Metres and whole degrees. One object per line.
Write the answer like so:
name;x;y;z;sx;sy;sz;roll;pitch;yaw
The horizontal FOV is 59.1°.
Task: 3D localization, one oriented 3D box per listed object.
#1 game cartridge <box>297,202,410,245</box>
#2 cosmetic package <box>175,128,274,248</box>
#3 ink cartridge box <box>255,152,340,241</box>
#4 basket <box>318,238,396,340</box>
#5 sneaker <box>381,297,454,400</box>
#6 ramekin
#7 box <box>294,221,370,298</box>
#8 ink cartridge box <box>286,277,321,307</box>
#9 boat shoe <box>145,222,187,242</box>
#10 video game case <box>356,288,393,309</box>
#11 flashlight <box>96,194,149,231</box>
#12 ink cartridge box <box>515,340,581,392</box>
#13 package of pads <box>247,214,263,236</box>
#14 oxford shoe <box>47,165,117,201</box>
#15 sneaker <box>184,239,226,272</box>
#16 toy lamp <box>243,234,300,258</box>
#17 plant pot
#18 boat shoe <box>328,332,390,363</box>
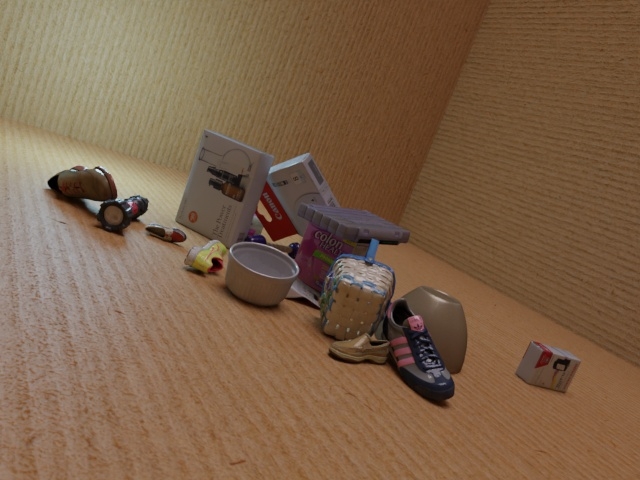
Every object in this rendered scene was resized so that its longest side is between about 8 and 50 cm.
game cartridge;0.120;-0.052;1.906;0.355;0.068;0.230;3;24;-47
cosmetic package;-0.368;-0.194;2.137;0.284;0.377;0.097;25;11;26
ink cartridge box;-0.130;-0.138;2.192;0.385;0.308;0.091;-16;26;33
basket;0.108;0.145;1.634;0.201;0.254;0.289;20;20;7
sneaker;0.247;0.273;1.465;0.112;0.131;0.319;-6;29;-21
ramekin;-0.174;0.100;1.623;0.207;0.109;0.207;18;21;-7
box;0.038;0.058;2.011;0.213;0.243;0.117;28;11;31
ink cartridge box;-0.098;0.153;1.825;0.225;0.056;0.181;38;7;-8
boat shoe;-0.511;-0.024;1.866;0.137;0.049;0.043;19;12;3
video game case;0.165;0.212;2.098;0.190;0.022;0.173;25;10;28
flashlight;-0.637;-0.101;1.860;0.103;0.103;0.304;19;10;-4
ink cartridge box;0.760;0.421;1.881;0.175;0.127;0.072;17;11;-22
package of pads;-0.419;-0.112;2.422;0.296;0.101;0.229;27;9;34
oxford shoe;-0.794;-0.176;1.883;0.348;0.123;0.130;8;25;45
sneaker;-0.331;0.060;1.727;0.094;0.081;0.208;30;17;9
toy lamp;-0.187;0.025;2.218;0.080;0.080;0.275;29;12;40
plant pot;0.330;0.250;1.722;0.284;0.191;0.284;21;8;-3
boat shoe;0.104;0.271;1.457;0.190;0.072;0.068;13;12;-41
